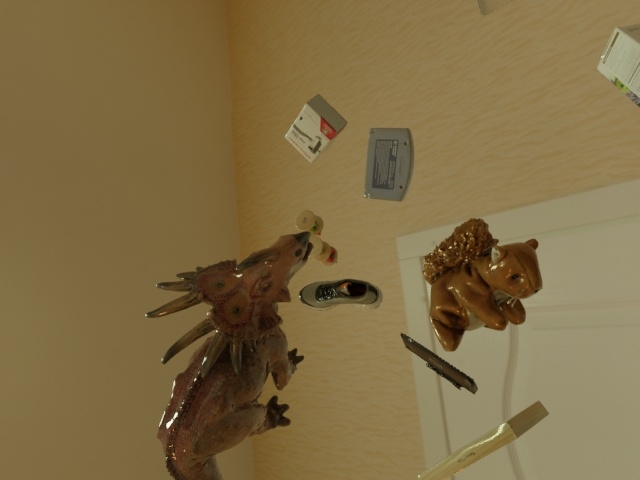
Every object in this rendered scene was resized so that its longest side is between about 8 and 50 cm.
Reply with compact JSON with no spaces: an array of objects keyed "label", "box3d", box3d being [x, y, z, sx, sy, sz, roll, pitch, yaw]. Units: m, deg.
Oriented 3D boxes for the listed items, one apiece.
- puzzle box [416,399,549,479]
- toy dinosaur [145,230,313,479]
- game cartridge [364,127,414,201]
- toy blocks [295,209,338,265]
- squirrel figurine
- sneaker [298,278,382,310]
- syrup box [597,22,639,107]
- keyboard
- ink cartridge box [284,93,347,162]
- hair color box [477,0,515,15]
[{"label":"puzzle box","box3d":[0.531,0.676,1.329,0.272,0.409,0.052,2,-135,-44]},{"label":"toy dinosaur","box3d":[-0.097,0.133,0.390,0.200,0.127,0.296,63,-139,-75]},{"label":"game cartridge","box3d":[0.285,-0.312,1.663,0.060,0.196,0.294,-11,-72,-56]},{"label":"toy blocks","box3d":[0.000,0.000,1.009,0.148,0.054,0.123,33,-142,-63]},{"label":"squirrel figurine","box3d":[0.514,0.101,1.312,0.281,0.370,0.397,-6,-126,-21]},{"label":"sneaker","box3d":[0.054,0.160,1.275,0.108,0.271,0.100,50,-140,-54]},{"label":"syrup box","box3d":[0.670,-0.330,0.793,0.096,0.093,0.237,82,179,-50]},{"label":"keyboard","box3d":[0.446,0.467,1.518,0.033,0.317,0.201,-45,-44,-16]},{"label":"ink cartridge box","box3d":[-0.014,-0.267,0.978,0.099,0.135,0.056,44,-126,-3]},{"label":"hair color box","box3d":[0.248,-0.493,0.510,0.347,0.173,0.105,38,-133,-50]}]
